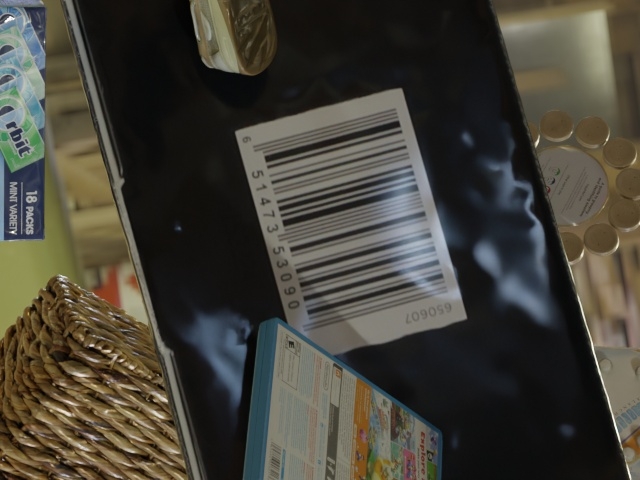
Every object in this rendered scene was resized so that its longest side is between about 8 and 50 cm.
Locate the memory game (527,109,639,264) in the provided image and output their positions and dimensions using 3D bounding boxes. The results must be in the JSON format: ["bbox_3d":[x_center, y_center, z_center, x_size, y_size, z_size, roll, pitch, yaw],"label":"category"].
[{"bbox_3d":[0.257,-0.057,1.877,0.012,0.186,0.186,81,2,-63],"label":"memory game"}]

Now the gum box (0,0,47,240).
[{"bbox_3d":[-0.270,-0.077,1.131,0.041,0.184,0.157,-135,-135,-68],"label":"gum box"}]

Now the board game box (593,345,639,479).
[{"bbox_3d":[0.274,0.296,1.966,0.050,0.390,0.390,73,21,-67],"label":"board game box"}]

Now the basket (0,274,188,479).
[{"bbox_3d":[-0.205,0.205,1.738,0.299,0.223,0.213,34,5,-23],"label":"basket"}]

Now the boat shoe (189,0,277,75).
[{"bbox_3d":[-0.067,-0.176,1.086,0.056,0.048,0.153,-39,126,-39],"label":"boat shoe"}]

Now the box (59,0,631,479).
[{"bbox_3d":[0.000,0.000,1.390,0.472,0.297,0.480,132,-58,-84],"label":"box"}]

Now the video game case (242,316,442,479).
[{"bbox_3d":[0.017,0.133,1.034,0.166,0.015,0.119,37,45,-38],"label":"video game case"}]
